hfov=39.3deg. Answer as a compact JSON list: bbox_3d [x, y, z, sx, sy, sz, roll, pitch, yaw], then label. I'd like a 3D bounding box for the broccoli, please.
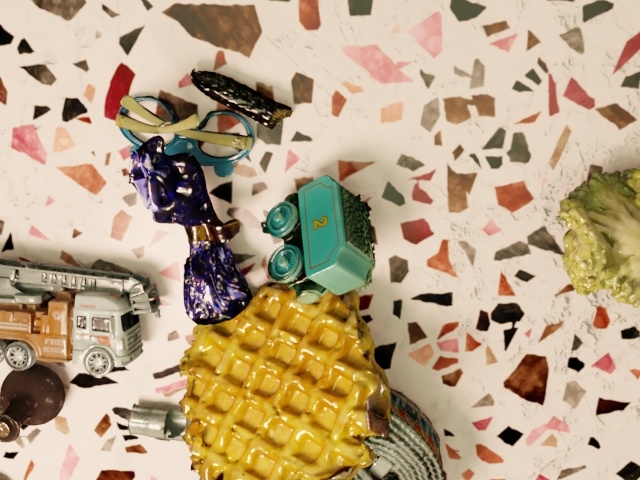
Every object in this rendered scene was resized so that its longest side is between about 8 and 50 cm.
[{"bbox_3d":[0.541,0.003,1.372,0.348,0.281,0.293,24,109,-2],"label":"broccoli"}]

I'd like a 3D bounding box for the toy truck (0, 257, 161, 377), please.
[{"bbox_3d":[-0.455,0.133,1.603,0.338,0.133,0.184,4,99,7],"label":"toy truck"}]

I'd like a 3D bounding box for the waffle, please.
[{"bbox_3d":[-0.069,0.256,1.532,0.380,0.095,0.382,-18,64,12],"label":"waffle"}]

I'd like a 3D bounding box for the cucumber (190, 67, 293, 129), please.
[{"bbox_3d":[-0.135,-0.238,1.490,0.181,0.053,0.053,26,109,0],"label":"cucumber"}]

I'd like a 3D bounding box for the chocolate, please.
[{"bbox_3d":[-0.210,-0.027,1.494,0.148,0.126,0.343,-12,118,11],"label":"chocolate"}]

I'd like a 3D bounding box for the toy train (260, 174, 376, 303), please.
[{"bbox_3d":[0.000,0.000,1.477,0.163,0.203,0.112,-26,145,27],"label":"toy train"}]

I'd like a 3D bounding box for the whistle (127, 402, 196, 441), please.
[{"bbox_3d":[-0.204,0.355,1.682,0.312,0.062,0.062,7,108,3],"label":"whistle"}]

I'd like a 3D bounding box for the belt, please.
[{"bbox_3d":[0.094,0.376,1.604,0.207,0.160,0.295,-34,102,15],"label":"belt"}]

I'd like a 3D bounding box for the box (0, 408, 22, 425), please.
[{"bbox_3d":[-0.754,0.379,1.702,0.312,0.175,0.182,-36,92,15],"label":"box"}]

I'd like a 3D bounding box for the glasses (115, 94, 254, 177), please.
[{"bbox_3d":[-0.228,-0.199,1.464,0.239,0.207,0.102,12,72,1],"label":"glasses"}]

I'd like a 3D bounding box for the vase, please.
[{"bbox_3d":[-0.544,0.302,1.637,0.120,0.183,0.120,2,107,6],"label":"vase"}]
